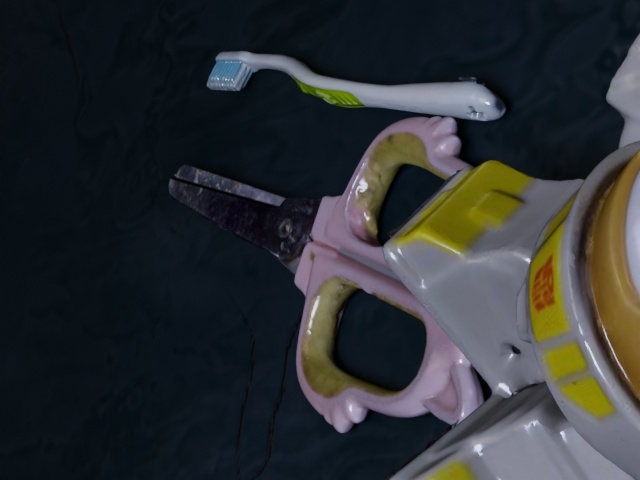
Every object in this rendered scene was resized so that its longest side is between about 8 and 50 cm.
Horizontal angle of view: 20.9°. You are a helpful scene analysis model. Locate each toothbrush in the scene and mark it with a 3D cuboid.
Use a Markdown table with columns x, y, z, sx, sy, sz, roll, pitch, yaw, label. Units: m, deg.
| x | y | z | sx | sy | sz | roll | pitch | yaw | label |
| --- | --- | --- | --- | --- | --- | --- | --- | --- | --- |
| 0.013 | -0.084 | 0.909 | 0.263 | 0.022 | 0.026 | 12 | 71 | 55 | toothbrush |

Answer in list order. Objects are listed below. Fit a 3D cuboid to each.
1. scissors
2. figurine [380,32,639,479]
| x | y | z | sx | sy | sz | roll | pitch | yaw | label |
| --- | --- | --- | --- | --- | --- | --- | --- | --- | --- |
| 0.000 | 0.000 | 0.885 | 0.317 | 0.024 | 0.160 | 25 | 97 | 55 | scissors |
| 0.145 | 0.011 | 0.578 | 0.308 | 0.143 | 0.308 | 1 | 92 | 49 | figurine |
